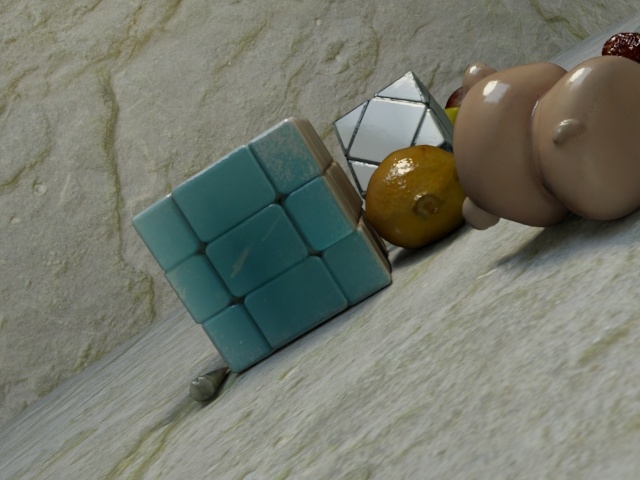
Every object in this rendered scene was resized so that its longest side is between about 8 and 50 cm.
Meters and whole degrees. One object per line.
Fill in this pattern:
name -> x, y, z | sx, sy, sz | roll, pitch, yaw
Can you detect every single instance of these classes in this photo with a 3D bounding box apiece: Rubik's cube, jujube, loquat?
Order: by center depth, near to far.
loquat -> 0.168, -0.078, 1.256 | 0.187, 0.176, 0.234 | -15, 12, 8
Rubik's cube -> -0.085, -0.009, 1.279 | 0.321, 0.316, 0.319 | -30, 6, 8
Rubik's cube -> 0.179, -0.180, 1.473 | 0.205, 0.207, 0.205 | -30, -33, 19
jujube -> 0.708, -0.431, 1.632 | 0.104, 0.104, 0.166 | -33, 8, -2

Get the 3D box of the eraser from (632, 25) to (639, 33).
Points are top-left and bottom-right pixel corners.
eraser -> 0.834, -0.500, 1.625 | 0.174, 0.081, 0.227 | -29, 5, 0

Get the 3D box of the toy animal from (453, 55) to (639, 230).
toy animal -> 0.273, -0.108, 0.825 | 0.229, 0.210, 0.221 | 4, 3, 2

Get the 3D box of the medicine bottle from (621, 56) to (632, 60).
medicine bottle -> 0.378, -0.162, 1.006 | 0.168, 0.135, 0.135 | -35, 6, -9

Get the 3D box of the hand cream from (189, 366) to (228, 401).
hand cream -> -0.185, 0.237, 1.175 | 0.061, 0.039, 0.143 | -39, -3, 0

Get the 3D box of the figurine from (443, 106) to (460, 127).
figurine -> 0.264, -0.195, 1.737 | 0.169, 0.218, 0.326 | 9, -21, -23

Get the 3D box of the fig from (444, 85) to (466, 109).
fig -> 0.435, -0.338, 1.802 | 0.203, 0.186, 0.249 | -16, -17, -35
